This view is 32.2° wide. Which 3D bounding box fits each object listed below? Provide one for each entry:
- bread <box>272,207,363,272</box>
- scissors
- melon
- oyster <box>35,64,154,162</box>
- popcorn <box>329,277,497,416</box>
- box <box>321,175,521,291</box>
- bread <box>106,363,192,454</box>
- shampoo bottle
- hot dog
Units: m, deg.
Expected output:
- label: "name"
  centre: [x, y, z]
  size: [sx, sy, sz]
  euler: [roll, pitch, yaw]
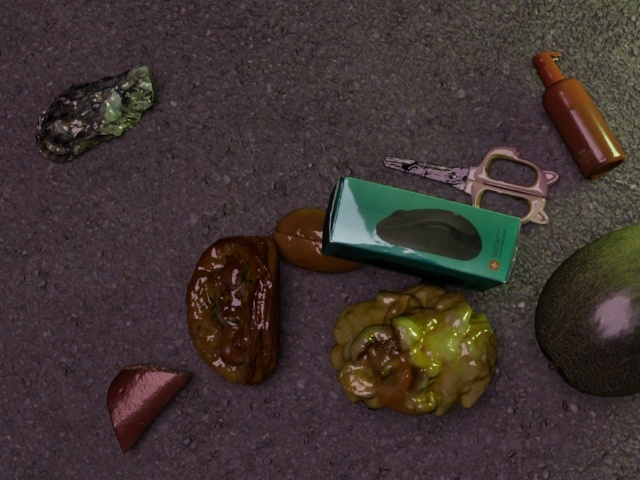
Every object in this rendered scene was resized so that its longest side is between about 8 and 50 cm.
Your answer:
- label: "bread"
  centre: [0.000, 0.000, 2.015]
  size: [0.189, 0.077, 0.114]
  euler: [12, 78, 16]
- label: "scissors"
  centre: [0.265, -0.109, 2.003]
  size: [0.318, 0.024, 0.160]
  euler: [14, 83, 14]
- label: "melon"
  centre: [0.502, 0.108, 1.803]
  size: [0.329, 0.248, 0.248]
  euler: [-37, 75, -4]
- label: "oyster"
  centre: [-0.443, -0.244, 2.159]
  size: [0.252, 0.087, 0.199]
  euler: [7, 81, 25]
- label: "popcorn"
  centre: [0.155, 0.193, 1.879]
  size: [0.287, 0.252, 0.215]
  euler: [-3, 120, 15]
- label: "box"
  centre: [0.161, -0.005, 1.880]
  size: [0.312, 0.205, 0.118]
  euler: [14, 80, -3]
- label: "bread"
  centre: [-0.336, 0.284, 2.033]
  size: [0.119, 0.067, 0.192]
  euler: [39, 89, 15]
- label: "shampoo bottle"
  centre: [0.447, -0.228, 1.960]
  size: [0.085, 0.085, 0.244]
  euler: [-26, 74, 6]
- label: "hot dog"
  centre: [-0.147, 0.123, 1.992]
  size: [0.196, 0.122, 0.272]
  euler: [-4, 78, 36]
